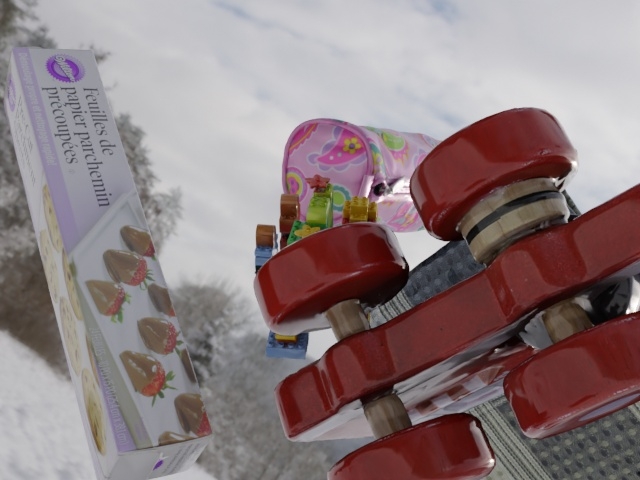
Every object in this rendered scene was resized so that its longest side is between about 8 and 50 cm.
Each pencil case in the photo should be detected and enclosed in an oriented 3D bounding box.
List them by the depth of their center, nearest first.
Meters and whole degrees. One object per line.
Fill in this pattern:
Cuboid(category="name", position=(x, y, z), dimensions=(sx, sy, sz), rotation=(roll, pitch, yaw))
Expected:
Cuboid(category="pencil case", position=(0.074, -0.067, 1.005), dimensions=(0.124, 0.124, 0.284), rotation=(25, 13, 29))

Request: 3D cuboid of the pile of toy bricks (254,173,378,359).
Cuboid(category="pile of toy bricks", position=(0.000, 0.000, 0.728), dimensions=(0.118, 0.212, 0.105), rotation=(3, -57, 5))

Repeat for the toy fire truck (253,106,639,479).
Cuboid(category="toy fire truck", position=(0.121, 0.058, 0.596), dimensions=(0.254, 0.302, 0.169), rotation=(15, 47, -59))

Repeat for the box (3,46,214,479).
Cuboid(category="box", position=(-0.155, 0.006, 0.617), dimensions=(0.063, 0.324, 0.067), rotation=(-5, -30, -31))

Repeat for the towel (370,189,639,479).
Cuboid(category="towel", position=(0.224, 0.133, 0.897), dimensions=(0.324, 0.056, 0.312), rotation=(52, -47, 4))
